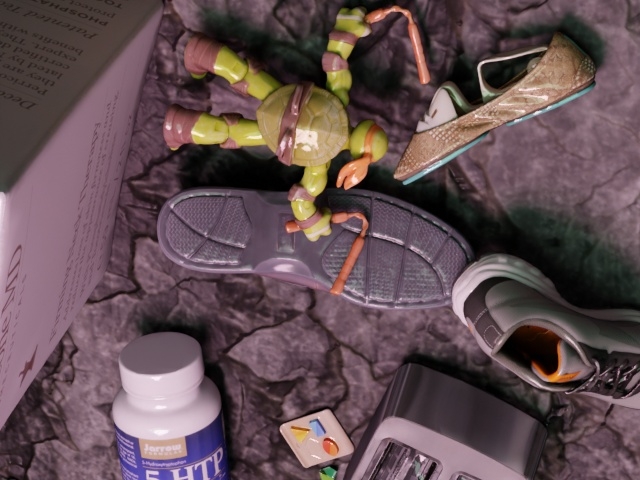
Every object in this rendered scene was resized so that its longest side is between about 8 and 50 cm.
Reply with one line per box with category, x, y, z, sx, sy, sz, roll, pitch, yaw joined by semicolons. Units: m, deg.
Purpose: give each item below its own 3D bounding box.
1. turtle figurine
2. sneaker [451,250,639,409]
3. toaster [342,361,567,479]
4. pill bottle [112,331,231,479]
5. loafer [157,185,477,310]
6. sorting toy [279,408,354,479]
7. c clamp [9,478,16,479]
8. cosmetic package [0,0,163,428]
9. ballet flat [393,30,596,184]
turtle figurine;-0.030;-0.096;1.676;0.217;0.087;0.269;16;104;14
sneaker;0.241;0.109;1.710;0.272;0.108;0.100;22;120;-24
toaster;0.124;0.222;1.831;0.168;0.110;0.185;25;122;0
pill bottle;-0.153;0.193;1.891;0.112;0.112;0.186;3;120;14
loafer;0.000;0.000;1.766;0.303;0.095;0.109;9;91;6
sorting toy;0.002;0.216;1.919;0.062;0.012;0.083;-23;110;25
c clamp;-0.345;0.331;2.082;0.137;0.022;0.160;16;121;0
cosmetic package;-0.374;-0.053;1.646;0.327;0.393;0.329;19;123;5
ballet flat;0.144;-0.123;1.652;0.206;0.073;0.067;-28;99;14
